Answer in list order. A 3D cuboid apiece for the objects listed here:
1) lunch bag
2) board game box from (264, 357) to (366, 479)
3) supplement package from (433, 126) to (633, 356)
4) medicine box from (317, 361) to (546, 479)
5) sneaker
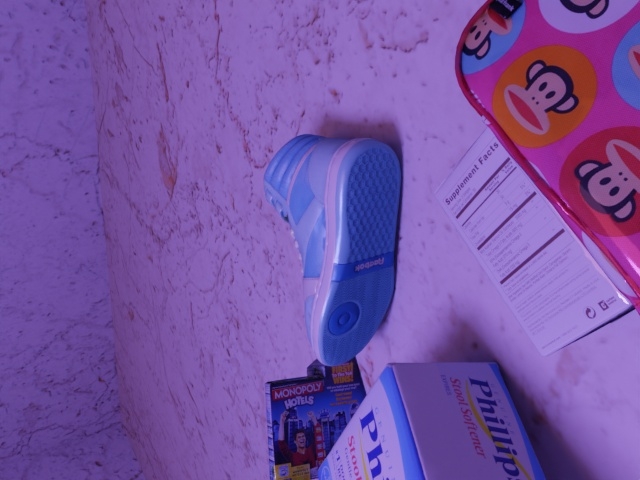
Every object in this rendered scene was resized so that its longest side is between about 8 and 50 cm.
[{"bbox_3d":[0.255,-0.096,0.341,0.258,0.120,0.293,-42,65,25],"label":"lunch bag"},{"bbox_3d":[-0.001,0.261,0.894,0.060,0.194,0.194,-21,70,57],"label":"board game box"},{"bbox_3d":[0.204,-0.011,0.499,0.179,0.105,0.105,61,148,22],"label":"supplement package"},{"bbox_3d":[0.121,0.323,0.644,0.263,0.149,0.289,-103,24,-43],"label":"medicine box"},{"bbox_3d":[0.000,0.000,0.811,0.208,0.127,0.319,28,116,47],"label":"sneaker"}]
